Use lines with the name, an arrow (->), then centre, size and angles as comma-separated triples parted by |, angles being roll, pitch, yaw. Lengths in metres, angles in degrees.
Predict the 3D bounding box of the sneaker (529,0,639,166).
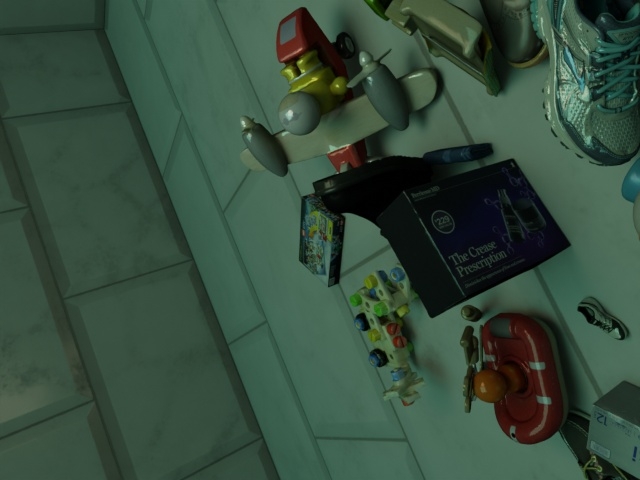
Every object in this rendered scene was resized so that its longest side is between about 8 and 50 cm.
sneaker -> 0.354, -0.233, 0.637 | 0.122, 0.110, 0.283 | 180, 72, -84

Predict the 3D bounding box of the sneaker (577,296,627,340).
sneaker -> 0.447, 0.130, 0.794 | 0.083, 0.037, 0.032 | 49, 142, 31

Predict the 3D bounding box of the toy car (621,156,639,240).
toy car -> 0.423, -0.058, 0.527 | 0.219, 0.238, 0.210 | 41, 139, 41

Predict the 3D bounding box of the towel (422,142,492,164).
towel -> 0.253, -0.159, 0.927 | 0.119, 0.067, 0.029 | 7, 110, 58

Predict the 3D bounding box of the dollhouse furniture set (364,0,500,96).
dollhouse furniture set -> 0.204, -0.399, 0.802 | 0.301, 0.197, 0.151 | 46, 108, 23

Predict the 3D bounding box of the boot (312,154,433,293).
boot -> 0.146, -0.019, 0.930 | 0.131, 0.348, 0.260 | -16, 87, 43

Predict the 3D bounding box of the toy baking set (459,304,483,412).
toy baking set -> 0.292, 0.224, 0.970 | 0.030, 0.256, 0.196 | 3, 85, 25

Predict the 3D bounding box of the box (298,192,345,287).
box -> 0.000, 0.000, 1.457 | 0.159, 0.044, 0.233 | 41, 138, 42

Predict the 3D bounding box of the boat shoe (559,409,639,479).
boat shoe -> 0.488, 0.392, 0.836 | 0.228, 0.069, 0.081 | 50, 144, 33

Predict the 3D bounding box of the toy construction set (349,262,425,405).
toy construction set -> 0.175, 0.226, 1.207 | 0.215, 0.151, 0.327 | -21, 76, 60

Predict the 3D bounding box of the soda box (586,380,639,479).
soda box -> 0.535, 0.312, 0.685 | 0.286, 0.098, 0.091 | 22, 122, 52

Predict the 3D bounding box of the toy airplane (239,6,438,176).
toy airplane -> 0.008, -0.252, 1.069 | 0.384, 0.272, 0.386 | 33, 119, 18

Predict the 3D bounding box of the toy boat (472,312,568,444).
toy boat -> 0.341, 0.254, 0.899 | 0.151, 0.151, 0.231 | -16, 85, 66

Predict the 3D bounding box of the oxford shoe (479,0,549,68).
oxford shoe -> 0.245, -0.429, 0.724 | 0.130, 0.133, 0.363 | -9, 99, 59

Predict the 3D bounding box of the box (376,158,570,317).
box -> 0.251, -0.013, 0.814 | 0.184, 0.261, 0.103 | 61, 148, 17
